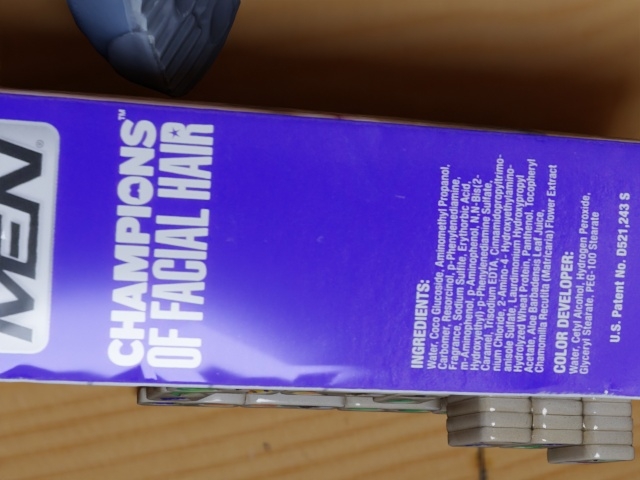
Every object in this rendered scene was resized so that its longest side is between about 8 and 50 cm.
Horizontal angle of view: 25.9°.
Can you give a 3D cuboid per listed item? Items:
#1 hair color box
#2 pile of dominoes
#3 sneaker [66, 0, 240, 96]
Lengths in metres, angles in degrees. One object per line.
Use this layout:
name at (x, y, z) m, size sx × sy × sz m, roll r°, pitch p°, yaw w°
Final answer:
hair color box at (0.000, 0.000, 0.581) m, size 0.338 × 0.185 × 0.110 m, roll 2°, pitch 93°, yaw -15°
pile of dominoes at (0.042, 0.093, 0.720) m, size 0.251 × 0.040 × 0.196 m, roll 3°, pitch 169°, yaw -15°
sneaker at (-0.107, -0.181, 0.473) m, size 0.131 × 0.112 × 0.319 m, roll 13°, pitch 145°, yaw 19°
